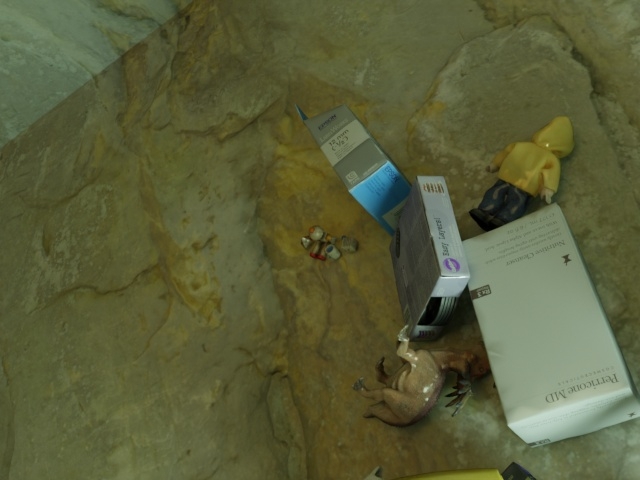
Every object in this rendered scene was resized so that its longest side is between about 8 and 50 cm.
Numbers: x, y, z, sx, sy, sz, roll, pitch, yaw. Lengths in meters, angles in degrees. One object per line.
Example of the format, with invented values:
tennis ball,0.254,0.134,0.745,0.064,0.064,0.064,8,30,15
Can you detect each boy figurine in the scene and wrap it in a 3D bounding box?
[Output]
boy figurine,0.430,-0.142,1.595,0.177,0.092,0.285,29,80,44

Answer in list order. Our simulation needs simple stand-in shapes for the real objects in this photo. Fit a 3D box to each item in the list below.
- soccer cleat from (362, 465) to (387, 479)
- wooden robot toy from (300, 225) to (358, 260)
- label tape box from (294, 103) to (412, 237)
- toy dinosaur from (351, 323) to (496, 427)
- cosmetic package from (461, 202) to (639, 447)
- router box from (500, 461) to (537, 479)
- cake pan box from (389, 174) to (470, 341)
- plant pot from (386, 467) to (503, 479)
soccer cleat,0.145,0.469,1.334,0.196,0.068,0.076,24,75,46
wooden robot toy,0.000,0.000,1.819,0.173,0.079,0.076,12,69,41
label tape box,0.100,-0.184,1.748,0.115,0.249,0.347,-37,47,11
toy dinosaur,0.194,0.290,1.472,0.200,0.127,0.295,43,107,13
cosmetic package,0.408,0.153,1.373,0.217,0.156,0.385,-25,49,18
router box,0.293,0.543,1.167,0.309,0.081,0.243,-49,45,1
cake pan box,0.214,0.043,1.538,0.070,0.245,0.267,0,51,-9
plant pot,0.212,0.451,1.101,0.187,0.212,0.212,-24,49,6
